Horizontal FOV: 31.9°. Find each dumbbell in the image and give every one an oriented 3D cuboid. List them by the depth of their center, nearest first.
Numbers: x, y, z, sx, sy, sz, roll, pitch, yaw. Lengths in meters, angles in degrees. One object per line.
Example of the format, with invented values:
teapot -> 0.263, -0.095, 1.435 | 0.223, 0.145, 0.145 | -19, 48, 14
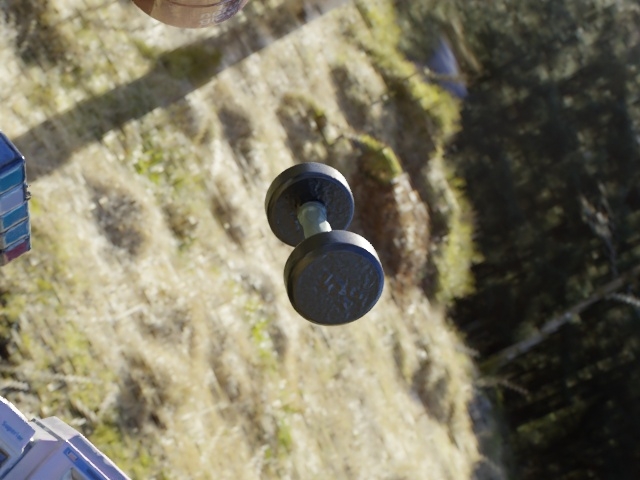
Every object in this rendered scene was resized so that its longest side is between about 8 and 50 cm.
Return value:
dumbbell -> 0.000, 0.000, 1.180 | 0.100, 0.100, 0.191 | 54, 9, -30

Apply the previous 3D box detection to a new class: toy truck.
toy truck -> -0.274, 0.233, 1.026 | 0.268, 0.155, 0.124 | 52, -21, -26

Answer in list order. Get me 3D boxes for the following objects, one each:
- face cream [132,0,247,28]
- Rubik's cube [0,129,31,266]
face cream -> -0.127, -0.297, 1.107 | 0.149, 0.149, 0.104 | 65, -16, 6
Rubik's cube -> -0.615, -0.078, 1.610 | 0.293, 0.287, 0.292 | 49, -27, 11
